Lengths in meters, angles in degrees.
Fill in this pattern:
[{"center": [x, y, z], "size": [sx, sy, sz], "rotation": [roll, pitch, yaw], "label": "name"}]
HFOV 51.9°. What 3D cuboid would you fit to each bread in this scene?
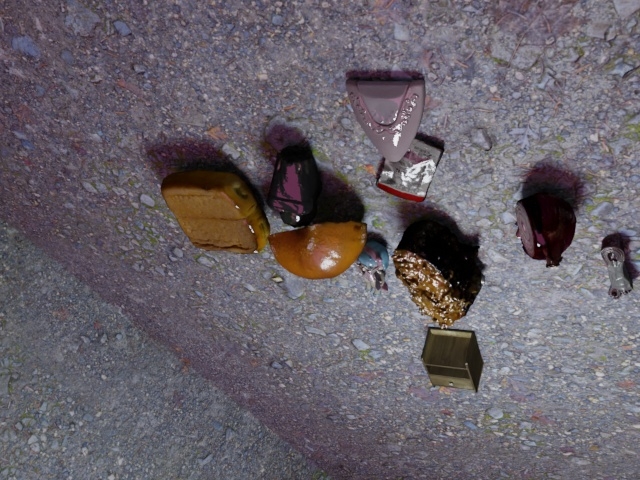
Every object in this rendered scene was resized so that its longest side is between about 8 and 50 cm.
[{"center": [-0.342, -0.112, 2.199], "size": [0.337, 0.148, 0.328], "rotation": [1, 135, 32], "label": "bread"}]

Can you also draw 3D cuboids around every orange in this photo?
[{"center": [-0.001, 0.002, 2.072], "size": [0.274, 0.274, 0.310], "rotation": [37, 116, -19], "label": "orange"}]

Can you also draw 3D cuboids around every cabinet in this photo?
[{"center": [0.493, 0.450, 2.446], "size": [0.174, 0.148, 0.215], "rotation": [2, 141, 27], "label": "cabinet"}]

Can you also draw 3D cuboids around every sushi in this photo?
[{"center": [0.371, 0.098, 2.014], "size": [0.234, 0.207, 0.348], "rotation": [-6, 133, 45], "label": "sushi"}]

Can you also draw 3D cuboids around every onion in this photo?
[{"center": [0.602, -0.017, 1.725], "size": [0.139, 0.218, 0.195], "rotation": [-9, 134, -1], "label": "onion"}]

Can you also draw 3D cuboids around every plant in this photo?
[{"center": [-0.077, -0.156, 1.979], "size": [0.141, 0.164, 0.256], "rotation": [8, 127, 15], "label": "plant"}]

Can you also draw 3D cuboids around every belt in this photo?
[{"center": [0.837, 0.081, 1.853], "size": [0.071, 0.053, 0.232], "rotation": [-2, 137, 30], "label": "belt"}]

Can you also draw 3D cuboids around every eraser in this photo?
[{"center": [0.178, -0.304, 1.708], "size": [0.204, 0.059, 0.243], "rotation": [5, 131, 23], "label": "eraser"}]

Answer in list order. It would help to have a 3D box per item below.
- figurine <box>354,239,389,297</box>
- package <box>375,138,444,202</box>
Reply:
[{"center": [0.166, 0.086, 2.223], "size": [0.205, 0.103, 0.260], "rotation": [47, 161, 34], "label": "figurine"}, {"center": [0.244, -0.202, 1.839], "size": [0.154, 0.030, 0.239], "rotation": [21, 141, 7], "label": "package"}]
